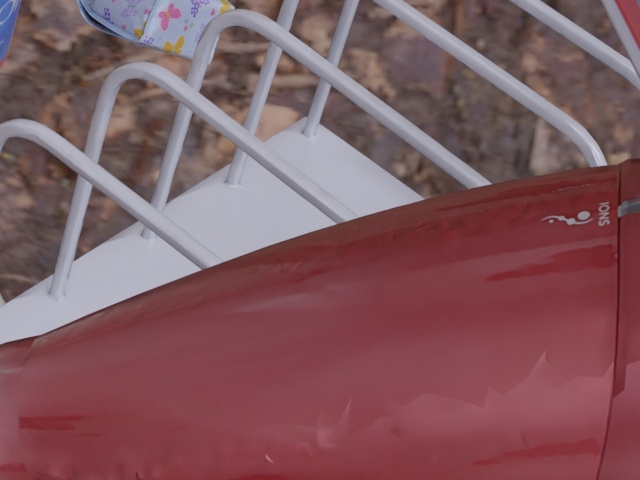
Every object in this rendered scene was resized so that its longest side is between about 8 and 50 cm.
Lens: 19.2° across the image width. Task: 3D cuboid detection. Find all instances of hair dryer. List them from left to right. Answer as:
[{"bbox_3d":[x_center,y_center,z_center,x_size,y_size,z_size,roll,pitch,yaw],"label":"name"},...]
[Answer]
[{"bbox_3d":[0.063,0.082,0.420,0.294,0.080,0.223,25,122,-7],"label":"hair dryer"}]

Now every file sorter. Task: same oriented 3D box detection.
[{"bbox_3d":[0.000,0.000,0.835,0.278,0.193,0.173,-35,155,-43],"label":"file sorter"}]

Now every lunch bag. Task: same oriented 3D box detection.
[{"bbox_3d":[-0.109,-0.146,1.174,0.071,0.083,0.053,11,108,-54],"label":"lunch bag"}]

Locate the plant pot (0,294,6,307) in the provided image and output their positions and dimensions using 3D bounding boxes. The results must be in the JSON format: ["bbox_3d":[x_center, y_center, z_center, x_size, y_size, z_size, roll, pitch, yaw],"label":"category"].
[{"bbox_3d":[-0.375,0.161,1.175,0.334,0.305,0.333,12,53,-16],"label":"plant pot"}]

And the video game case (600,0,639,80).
[{"bbox_3d":[0.182,-0.161,0.561,0.025,0.285,0.204,3,56,-41],"label":"video game case"}]

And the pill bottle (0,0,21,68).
[{"bbox_3d":[-0.218,-0.183,1.053,0.124,0.221,0.124,9,54,-13],"label":"pill bottle"}]
